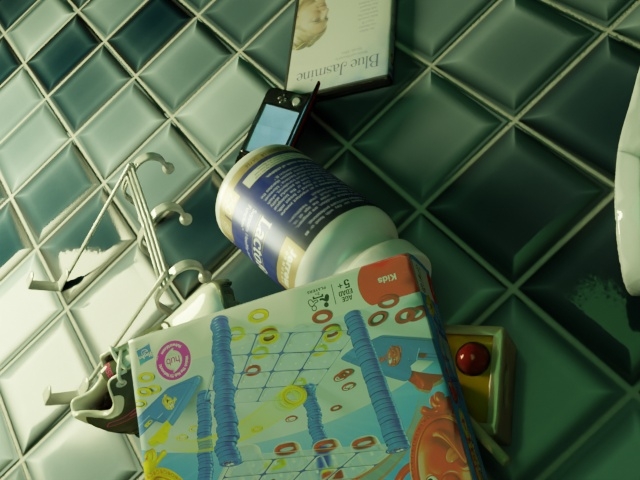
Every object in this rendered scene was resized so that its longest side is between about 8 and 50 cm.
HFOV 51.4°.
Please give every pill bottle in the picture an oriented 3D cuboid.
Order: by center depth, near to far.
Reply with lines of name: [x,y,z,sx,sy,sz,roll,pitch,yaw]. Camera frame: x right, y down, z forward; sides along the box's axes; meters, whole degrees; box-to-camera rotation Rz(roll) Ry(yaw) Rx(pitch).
pill bottle: [0.000,0.000,0.821,0.153,0.153,0.265,-49,53,-3]

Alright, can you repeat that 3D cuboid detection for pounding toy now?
pounding toy: [0.145,0.160,0.691,0.130,0.100,0.141,-2,65,27]

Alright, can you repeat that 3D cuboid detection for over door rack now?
over door rack: [-0.298,0.059,0.991,0.324,0.108,0.239,-42,52,20]

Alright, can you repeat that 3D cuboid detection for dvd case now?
dvd case: [0.033,-0.335,1.063,0.181,0.022,0.252,-7,62,25]

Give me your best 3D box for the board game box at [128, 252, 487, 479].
board game box: [-0.012,0.203,0.624,0.308,0.086,0.301,-19,69,14]

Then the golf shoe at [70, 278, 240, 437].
golf shoe: [-0.198,0.153,0.819,0.272,0.120,0.105,-51,46,23]

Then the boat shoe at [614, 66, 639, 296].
boat shoe: [0.383,-0.098,0.688,0.119,0.121,0.335,4,65,34]

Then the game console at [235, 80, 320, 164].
game console: [-0.065,-0.167,0.975,0.124,0.085,0.144,20,81,24]
